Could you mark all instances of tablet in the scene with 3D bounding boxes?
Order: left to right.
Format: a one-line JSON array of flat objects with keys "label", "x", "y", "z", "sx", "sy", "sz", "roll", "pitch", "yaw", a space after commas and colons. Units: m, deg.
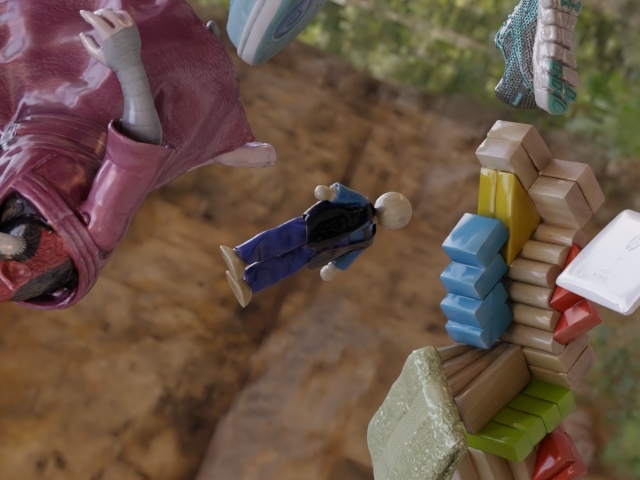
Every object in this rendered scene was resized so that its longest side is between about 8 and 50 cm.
[{"label": "tablet", "x": 0.150, "y": 0.009, "z": 0.868, "sx": 0.054, "sy": 0.006, "sz": 0.083, "roll": -45, "pitch": 18, "yaw": -5}]

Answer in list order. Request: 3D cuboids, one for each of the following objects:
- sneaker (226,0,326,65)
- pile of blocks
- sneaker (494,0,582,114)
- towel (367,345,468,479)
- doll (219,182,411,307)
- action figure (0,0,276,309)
[{"label": "sneaker", "x": -0.067, "y": -0.325, "z": 1.651, "sx": 0.127, "sy": 0.208, "sz": 0.319, "roll": -41, "pitch": -15, "yaw": -42}, {"label": "pile of blocks", "x": 0.178, "y": 0.083, "z": 1.535, "sx": 0.113, "sy": 0.149, "sz": 0.362, "roll": 12, "pitch": 109, "yaw": 47}, {"label": "sneaker", "x": 0.189, "y": -0.194, "z": 1.591, "sx": 0.076, "sy": 0.065, "sz": 0.166, "roll": -2, "pitch": 76, "yaw": 38}, {"label": "towel", "x": 0.075, "y": 0.165, "z": 1.448, "sx": 0.148, "sy": 0.027, "sz": 0.110, "roll": 118, "pitch": 144, "yaw": -47}, {"label": "doll", "x": 0.000, "y": 0.000, "z": 1.702, "sx": 0.046, "sy": 0.189, "sz": 0.129, "roll": 57, "pitch": 165, "yaw": 39}, {"label": "action figure", "x": -0.203, "y": -0.044, "z": 1.327, "sx": 0.370, "sy": 0.248, "sz": 0.275, "roll": -79, "pitch": -29, "yaw": -48}]
